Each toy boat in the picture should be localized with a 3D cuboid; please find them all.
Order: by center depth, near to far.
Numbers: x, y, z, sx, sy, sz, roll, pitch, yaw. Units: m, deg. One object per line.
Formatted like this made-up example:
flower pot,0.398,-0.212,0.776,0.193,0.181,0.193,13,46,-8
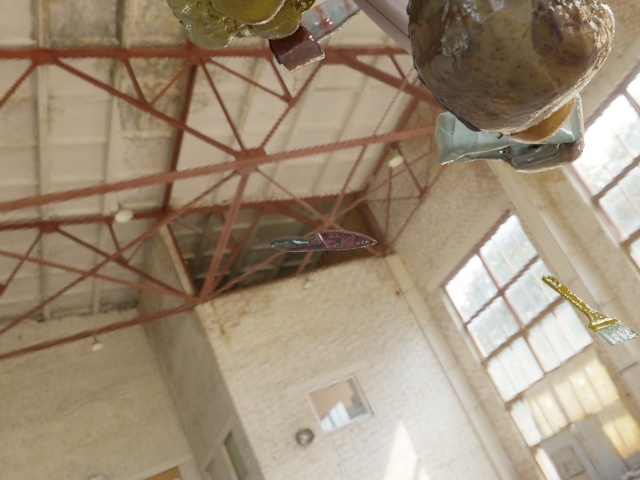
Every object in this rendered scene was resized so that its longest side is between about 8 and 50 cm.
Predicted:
toy boat,0.033,-0.432,1.383,0.282,0.206,0.096,-33,-65,13

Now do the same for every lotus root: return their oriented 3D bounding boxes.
lotus root,0.261,-0.279,0.929,0.272,0.272,0.192,-19,0,-18

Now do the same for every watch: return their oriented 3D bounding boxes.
watch,0.355,-0.217,1.440,0.241,0.162,0.253,-1,-5,-26

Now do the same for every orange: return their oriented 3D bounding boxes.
orange,0.331,-0.234,1.160,0.136,0.159,0.159,-25,-21,22

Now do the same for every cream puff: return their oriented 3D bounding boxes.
cream puff,-0.110,-0.471,1.247,0.257,0.291,0.324,14,-15,15

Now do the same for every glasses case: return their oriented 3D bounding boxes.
glasses case,0.149,-0.336,1.085,0.113,0.297,0.075,-27,-29,-25

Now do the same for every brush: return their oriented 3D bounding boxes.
brush,0.510,0.130,1.430,0.082,0.218,0.010,-7,-55,-32

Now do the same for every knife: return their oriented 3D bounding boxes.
knife,0.000,0.000,1.232,0.247,0.036,0.018,-4,11,45
